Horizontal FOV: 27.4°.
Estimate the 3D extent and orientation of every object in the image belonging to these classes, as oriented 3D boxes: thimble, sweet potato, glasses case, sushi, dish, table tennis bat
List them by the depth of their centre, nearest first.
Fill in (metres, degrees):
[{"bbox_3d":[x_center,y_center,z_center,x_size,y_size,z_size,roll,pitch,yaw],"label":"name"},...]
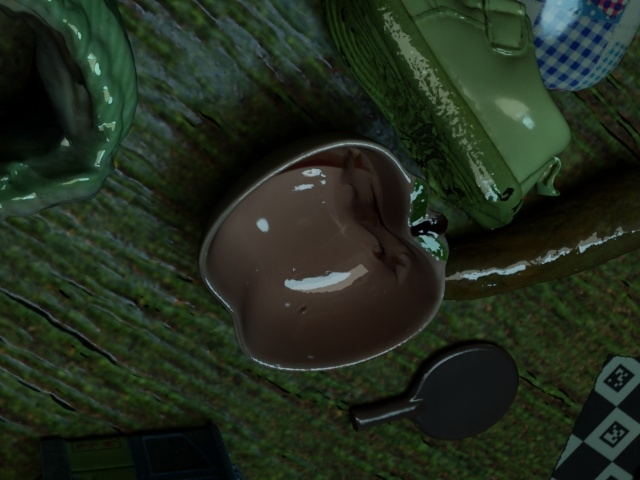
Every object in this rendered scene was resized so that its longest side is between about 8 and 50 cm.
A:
[{"bbox_3d":[-0.233,-0.118,0.893,0.219,0.150,0.219,-9,124,-13],"label":"thimble"},{"bbox_3d":[0.222,-0.271,1.013,0.125,0.076,0.327,10,113,-20],"label":"glasses case"},{"bbox_3d":[0.000,0.000,1.078,0.213,0.090,0.213,-7,119,-13],"label":"dish"},{"bbox_3d":[0.193,0.003,1.160,0.273,0.075,0.075,-20,122,-3],"label":"sweet potato"},{"bbox_3d":[0.125,0.172,1.196,0.170,0.119,0.107,-13,120,-14],"label":"table tennis bat"},{"bbox_3d":[0.359,0.265,1.365,0.264,0.050,0.290,8,115,-22],"label":"sushi"}]

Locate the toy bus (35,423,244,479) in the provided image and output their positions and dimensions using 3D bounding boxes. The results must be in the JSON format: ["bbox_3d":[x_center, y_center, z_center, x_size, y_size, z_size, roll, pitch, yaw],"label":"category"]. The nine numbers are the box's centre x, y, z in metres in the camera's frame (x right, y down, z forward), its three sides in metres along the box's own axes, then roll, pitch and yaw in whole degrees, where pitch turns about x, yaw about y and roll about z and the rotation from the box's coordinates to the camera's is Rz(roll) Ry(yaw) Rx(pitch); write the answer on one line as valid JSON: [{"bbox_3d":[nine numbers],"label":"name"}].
[{"bbox_3d":[-0.163,0.332,1.165,0.190,0.152,0.312,-3,117,-17],"label":"toy bus"}]

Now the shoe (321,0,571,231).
[{"bbox_3d":[0.088,-0.133,0.993,0.128,0.140,0.262,-31,93,-25],"label":"shoe"}]
